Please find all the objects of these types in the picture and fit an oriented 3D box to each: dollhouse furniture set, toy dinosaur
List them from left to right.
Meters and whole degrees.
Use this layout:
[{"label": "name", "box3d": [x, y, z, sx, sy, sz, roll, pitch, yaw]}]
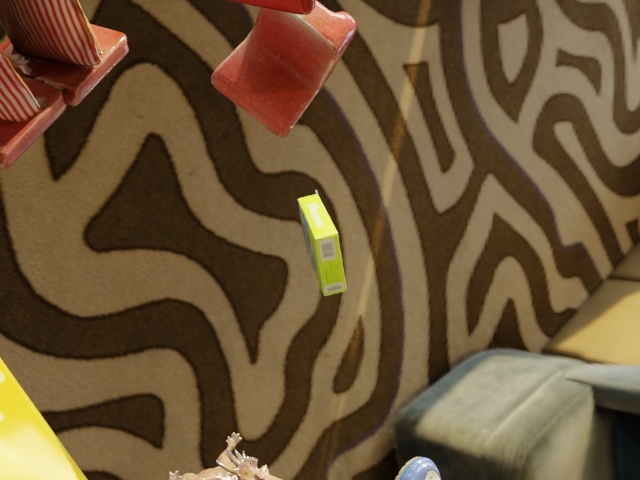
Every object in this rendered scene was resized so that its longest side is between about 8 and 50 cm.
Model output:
[{"label": "dollhouse furniture set", "box3d": [-0.152, -0.146, 0.543, 0.152, 0.374, 0.201, -52, 146, -27]}, {"label": "toy dinosaur", "box3d": [-0.223, 0.501, 1.698, 0.295, 0.200, 0.127, -27, 90, -6]}]

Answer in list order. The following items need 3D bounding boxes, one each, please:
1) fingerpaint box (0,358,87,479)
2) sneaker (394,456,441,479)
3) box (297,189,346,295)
[{"label": "fingerpaint box", "box3d": [-0.365, 0.063, 0.350, 0.163, 0.445, 0.371, -50, 162, 27]}, {"label": "sneaker", "box3d": [0.183, 0.525, 1.434, 0.111, 0.131, 0.297, 13, 79, -32]}, {"label": "box", "box3d": [0.000, 0.000, 1.386, 0.042, 0.178, 0.109, -13, 118, -6]}]
